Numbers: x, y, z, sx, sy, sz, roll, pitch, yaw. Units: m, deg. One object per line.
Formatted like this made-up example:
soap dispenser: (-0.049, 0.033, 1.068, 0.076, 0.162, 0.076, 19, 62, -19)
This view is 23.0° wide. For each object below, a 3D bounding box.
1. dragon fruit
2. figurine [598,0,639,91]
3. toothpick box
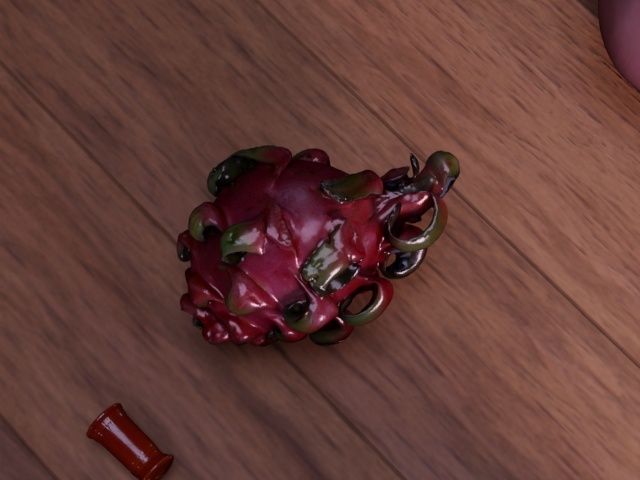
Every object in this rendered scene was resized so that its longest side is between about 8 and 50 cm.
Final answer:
dragon fruit: (-0.004, 0.008, 1.540, 0.273, 0.218, 0.198, 3, 117, -1)
figurine: (0.392, -0.237, 1.592, 0.270, 0.261, 0.211, 14, 101, 6)
toothpick box: (-0.187, 0.204, 1.549, 0.083, 0.047, 0.047, 42, 79, 14)
